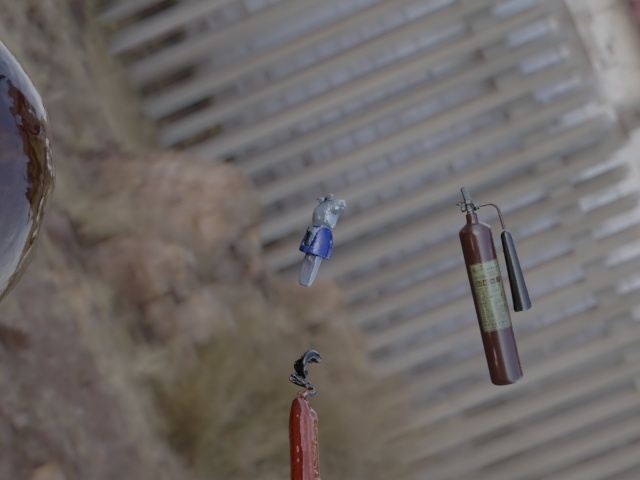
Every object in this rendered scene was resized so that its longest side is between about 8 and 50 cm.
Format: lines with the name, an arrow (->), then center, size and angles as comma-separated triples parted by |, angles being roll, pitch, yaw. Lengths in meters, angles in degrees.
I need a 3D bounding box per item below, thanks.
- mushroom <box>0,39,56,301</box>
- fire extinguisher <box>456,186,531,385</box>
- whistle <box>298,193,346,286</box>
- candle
mushroom -> -0.372, -0.052, 1.415 | 0.239, 0.345, 0.345 | 88, -19, -79
fire extinguisher -> 0.152, 0.038, 1.670 | 0.035, 0.049, 0.173 | -20, 99, -51
whistle -> 0.000, 0.000, 1.674 | 0.029, 0.033, 0.083 | 20, 86, -43
candle -> -0.010, 0.132, 1.173 | 0.021, 0.026, 0.167 | 53, 24, -40
